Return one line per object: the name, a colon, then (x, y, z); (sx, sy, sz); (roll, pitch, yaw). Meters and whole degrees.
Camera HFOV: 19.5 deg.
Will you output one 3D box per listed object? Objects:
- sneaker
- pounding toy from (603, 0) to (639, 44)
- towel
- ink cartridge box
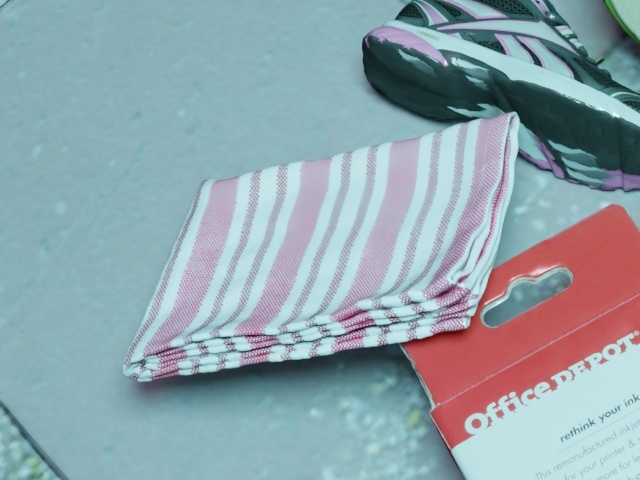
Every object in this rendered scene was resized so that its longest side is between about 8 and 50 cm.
sneaker: (0.113, -0.094, 0.974); (0.178, 0.072, 0.077); (27, 64, 20)
pounding toy: (0.223, -0.207, 0.956); (0.237, 0.183, 0.110); (-49, 28, 9)
towel: (0.000, 0.000, 0.932); (0.197, 0.029, 0.144); (-11, 37, 26)
ink cartridge box: (0.144, 0.112, 0.854); (0.134, 0.078, 0.231); (-29, 60, 1)
